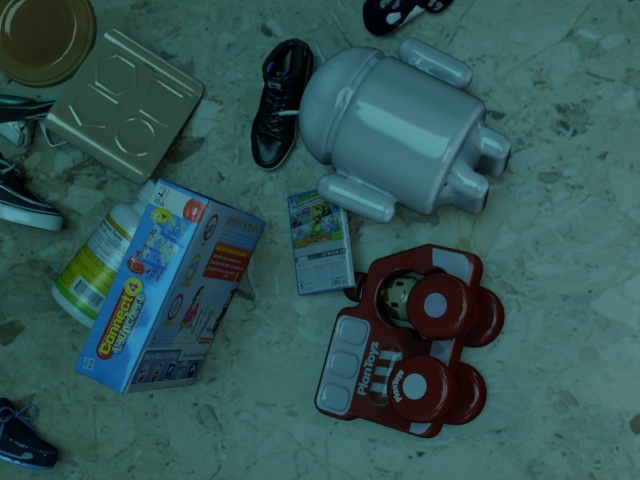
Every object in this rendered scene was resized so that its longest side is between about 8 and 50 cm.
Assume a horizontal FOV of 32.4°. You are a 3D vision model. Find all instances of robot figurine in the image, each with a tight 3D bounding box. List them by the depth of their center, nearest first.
[{"bbox_3d":[0.115,-0.171,1.702,0.354,0.200,0.299,29,76,12],"label":"robot figurine"}]

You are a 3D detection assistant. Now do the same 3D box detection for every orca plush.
[{"bbox_3d":[0.172,-0.453,1.763,0.287,0.102,0.151,-35,80,6],"label":"orca plush"}]

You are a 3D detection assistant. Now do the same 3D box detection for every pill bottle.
[{"bbox_3d":[-0.314,0.025,1.802,0.136,0.136,0.245,39,93,11],"label":"pill bottle"}]

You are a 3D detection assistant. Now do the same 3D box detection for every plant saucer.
[{"bbox_3d":[-0.491,-0.367,1.917,0.200,0.037,0.199,-1,85,11],"label":"plant saucer"}]

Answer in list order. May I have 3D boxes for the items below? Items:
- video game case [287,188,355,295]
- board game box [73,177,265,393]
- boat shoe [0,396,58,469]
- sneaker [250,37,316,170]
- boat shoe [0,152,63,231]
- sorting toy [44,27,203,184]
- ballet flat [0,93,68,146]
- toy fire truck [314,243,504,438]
[{"bbox_3d":[0.000,0.000,1.775,0.119,0.015,0.166,-12,82,44],"label":"video game case"},{"bbox_3d":[-0.220,0.076,1.694,0.086,0.308,0.301,24,90,13],"label":"board game box"},{"bbox_3d":[-0.550,0.301,1.843,0.258,0.109,0.089,23,87,10],"label":"boat shoe"},{"bbox_3d":[-0.076,-0.225,1.783,0.079,0.121,0.216,17,89,13],"label":"sneaker"},{"bbox_3d":[-0.562,-0.102,1.880,0.301,0.108,0.102,22,92,19],"label":"boat shoe"},{"bbox_3d":[-0.324,-0.222,1.828,0.193,0.038,0.208,32,72,-8],"label":"sorting toy"},{"bbox_3d":[-0.484,-0.207,1.878,0.281,0.095,0.096,1,98,11],"label":"ballet flat"},{"bbox_3d":[0.128,0.150,1.708,0.254,0.169,0.302,12,87,30],"label":"toy fire truck"}]
